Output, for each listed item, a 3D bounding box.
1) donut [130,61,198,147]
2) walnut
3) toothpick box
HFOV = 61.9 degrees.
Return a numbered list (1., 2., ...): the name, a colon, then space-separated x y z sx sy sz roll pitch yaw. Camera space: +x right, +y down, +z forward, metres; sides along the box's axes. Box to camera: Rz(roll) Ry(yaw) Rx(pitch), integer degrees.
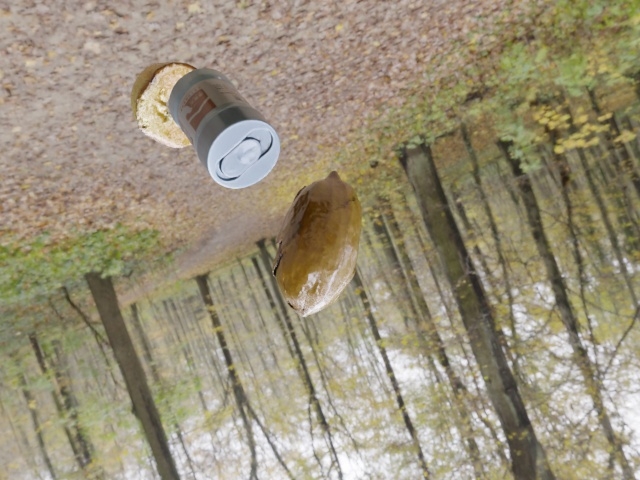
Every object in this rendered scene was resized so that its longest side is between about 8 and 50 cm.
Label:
1. donut: -0.287 -0.266 1.036 0.162 0.065 0.178 -53 148 -3
2. walnut: 0.000 0.000 0.817 0.137 0.245 0.137 16 156 7
3. toothpick box: -0.131 -0.151 0.710 0.101 0.153 0.101 -22 138 -21
